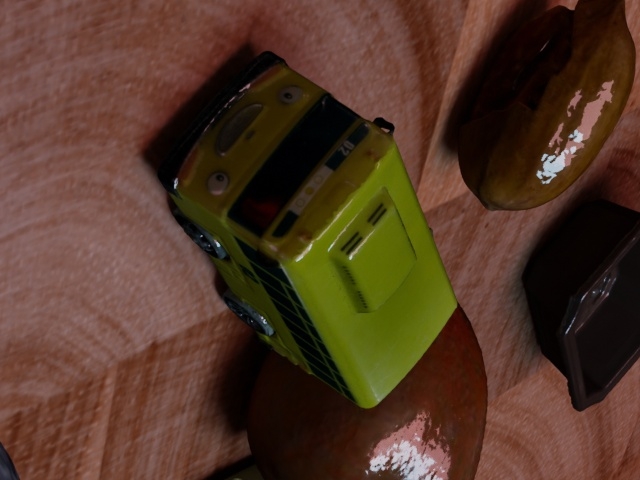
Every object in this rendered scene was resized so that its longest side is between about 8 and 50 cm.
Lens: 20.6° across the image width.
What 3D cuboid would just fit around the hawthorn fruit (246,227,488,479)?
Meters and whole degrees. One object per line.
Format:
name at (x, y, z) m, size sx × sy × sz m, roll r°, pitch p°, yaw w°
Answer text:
hawthorn fruit at (0.053, 0.110, 1.424) m, size 0.199 × 0.199 × 0.251 m, roll 20°, pitch 91°, yaw -61°

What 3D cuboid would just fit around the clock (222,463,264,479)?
clock at (-0.058, 0.329, 1.567) m, size 0.235 × 0.096 × 0.308 m, roll -21°, pitch 137°, yaw -48°

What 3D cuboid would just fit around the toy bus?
toy bus at (0.000, 0.000, 1.245) m, size 0.128 × 0.150 × 0.262 m, roll -49°, pitch 151°, yaw -13°

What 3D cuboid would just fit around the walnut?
walnut at (0.188, -0.115, 1.448) m, size 0.207 × 0.116 × 0.115 m, roll -57°, pitch 152°, yaw 14°

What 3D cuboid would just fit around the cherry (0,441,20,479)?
cherry at (-0.277, 0.216, 0.993) m, size 0.255 × 0.218 × 0.296 m, roll -3°, pitch 110°, yaw -51°

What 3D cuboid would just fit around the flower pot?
flower pot at (0.281, 0.054, 1.802) m, size 0.179 × 0.084 × 0.251 m, roll -47°, pitch 152°, yaw -15°
